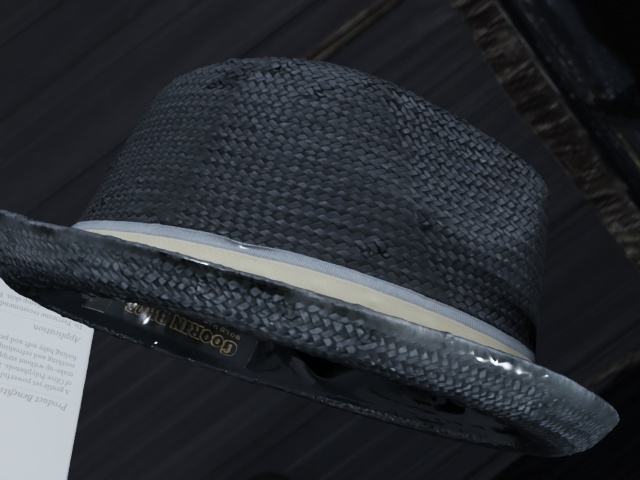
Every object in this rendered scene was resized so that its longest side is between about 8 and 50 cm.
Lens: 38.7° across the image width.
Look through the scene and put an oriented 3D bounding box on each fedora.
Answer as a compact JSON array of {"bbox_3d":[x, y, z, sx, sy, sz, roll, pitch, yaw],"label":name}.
[{"bbox_3d":[0.000,0.000,0.490,0.334,0.152,0.334,16,-14,4],"label":"fedora"}]

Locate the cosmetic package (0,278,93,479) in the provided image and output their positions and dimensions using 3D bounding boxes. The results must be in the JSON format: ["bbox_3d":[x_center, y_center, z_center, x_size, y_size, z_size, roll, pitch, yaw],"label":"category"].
[{"bbox_3d":[-0.305,0.201,0.666,0.197,0.155,0.365,22,57,-28],"label":"cosmetic package"}]
